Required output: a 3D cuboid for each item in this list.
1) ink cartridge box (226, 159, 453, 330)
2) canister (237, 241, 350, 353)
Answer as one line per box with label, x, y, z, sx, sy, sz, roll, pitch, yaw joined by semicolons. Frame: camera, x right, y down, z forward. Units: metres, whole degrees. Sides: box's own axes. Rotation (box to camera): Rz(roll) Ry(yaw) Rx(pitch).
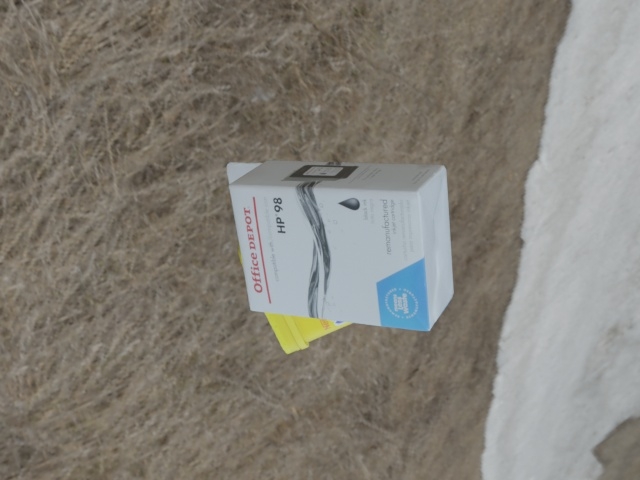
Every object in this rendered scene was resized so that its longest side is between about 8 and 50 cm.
ink cartridge box;0.000;0.000;0.584;0.060;0.180;0.104;-42;130;-55
canister;0.020;0.025;0.801;0.169;0.073;0.126;-23;113;3
